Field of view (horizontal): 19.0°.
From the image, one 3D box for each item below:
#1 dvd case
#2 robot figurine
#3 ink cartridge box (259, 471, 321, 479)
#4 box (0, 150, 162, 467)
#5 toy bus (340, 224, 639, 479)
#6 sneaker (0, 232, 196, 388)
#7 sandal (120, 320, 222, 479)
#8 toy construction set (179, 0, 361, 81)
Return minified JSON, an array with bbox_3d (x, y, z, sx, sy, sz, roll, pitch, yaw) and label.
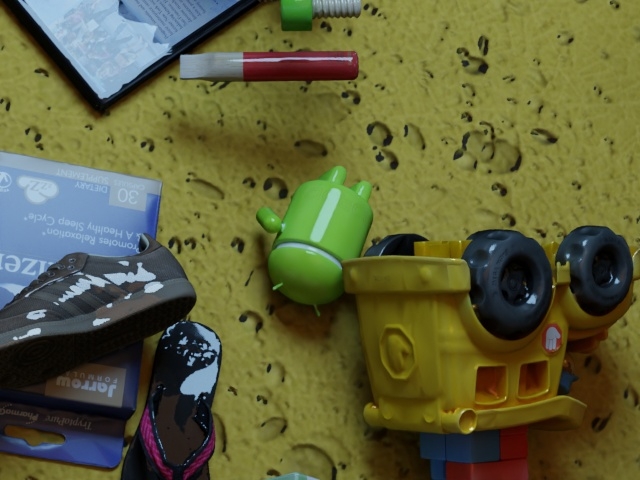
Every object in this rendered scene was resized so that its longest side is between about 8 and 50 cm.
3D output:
[{"bbox_3d":[-0.142,-0.238,1.560,0.253,0.022,0.180,-38,85,-27],"label":"dvd case"},{"bbox_3d":[0.000,0.000,1.487,0.101,0.067,0.115,30,63,-18],"label":"robot figurine"},{"bbox_3d":[0.049,0.280,1.403,0.235,0.056,0.171,22,62,-36],"label":"ink cartridge box"},{"bbox_3d":[-0.197,0.049,1.422,0.136,0.036,0.225,10,68,-14],"label":"box"},{"bbox_3d":[0.139,0.094,1.457,0.220,0.149,0.211,-5,90,-38],"label":"toy bus"},{"bbox_3d":[-0.186,0.050,1.379,0.188,0.066,0.071,-16,60,-28],"label":"sneaker"},{"bbox_3d":[-0.106,0.139,1.411,0.067,0.040,0.179,12,66,-14],"label":"sandal"},{"bbox_3d":[-0.092,-0.276,1.483,0.237,0.257,0.309,-2,81,-2],"label":"toy construction set"}]
